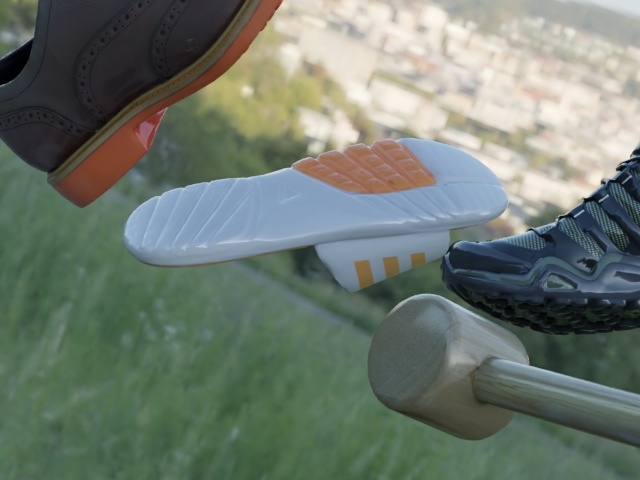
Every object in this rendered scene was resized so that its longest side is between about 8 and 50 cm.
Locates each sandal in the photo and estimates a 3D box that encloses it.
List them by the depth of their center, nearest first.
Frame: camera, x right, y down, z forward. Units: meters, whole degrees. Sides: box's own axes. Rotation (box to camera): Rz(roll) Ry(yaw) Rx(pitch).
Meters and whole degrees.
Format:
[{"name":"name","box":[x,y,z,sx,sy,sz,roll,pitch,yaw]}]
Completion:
[{"name":"sandal","box":[-0.003,-0.006,1.033,0.265,0.076,0.102,-9,37,-8]}]

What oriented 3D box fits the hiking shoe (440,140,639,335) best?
[{"name":"hiking shoe","box":[0.186,-0.006,0.900,0.227,0.114,0.086,-2,-18,11]}]

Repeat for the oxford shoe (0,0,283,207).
[{"name":"oxford shoe","box":[-0.084,-0.124,0.734,0.098,0.271,0.097,37,33,-16]}]

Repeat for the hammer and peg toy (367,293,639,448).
[{"name":"hammer and peg toy","box":[0.041,0.180,0.583,0.127,0.361,0.266,26,-21,-32]}]
